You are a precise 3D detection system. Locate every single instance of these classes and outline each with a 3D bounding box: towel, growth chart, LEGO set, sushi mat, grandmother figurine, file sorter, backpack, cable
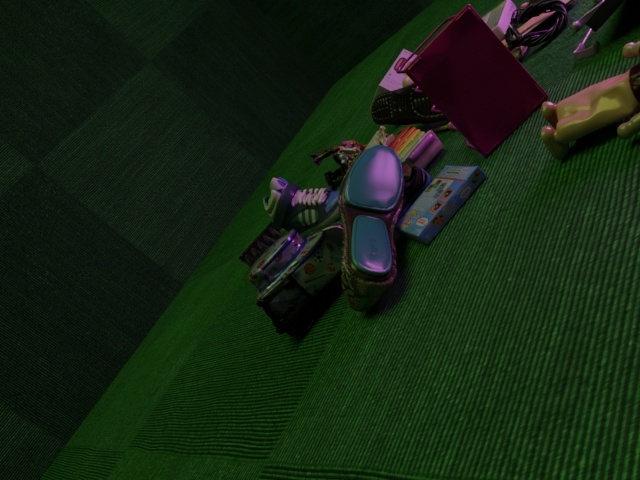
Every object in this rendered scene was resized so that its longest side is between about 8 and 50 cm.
[{"bbox_3d":[0.575,-0.559,1.732,0.110,0.027,0.148,-26,23,50],"label":"towel"},{"bbox_3d":[0.160,-0.256,1.818,0.172,0.021,0.237,-51,20,31],"label":"growth chart"},{"bbox_3d":[0.172,-0.321,1.971,0.287,0.107,0.132,-13,52,34],"label":"LEGO set"},{"bbox_3d":[0.611,-0.632,1.755,0.316,0.019,0.151,-36,15,17],"label":"sushi mat"},{"bbox_3d":[0.558,-0.267,1.010,0.342,0.104,0.208,-21,58,51],"label":"grandmother figurine"},{"bbox_3d":[0.359,-0.387,1.432,0.202,0.290,0.182,-45,14,8],"label":"file sorter"},{"bbox_3d":[-0.061,0.085,1.576,0.263,0.213,0.276,-36,14,0],"label":"backpack"},{"bbox_3d":[0.609,-0.614,1.646,0.184,0.047,0.151,22,77,48],"label":"cable"}]

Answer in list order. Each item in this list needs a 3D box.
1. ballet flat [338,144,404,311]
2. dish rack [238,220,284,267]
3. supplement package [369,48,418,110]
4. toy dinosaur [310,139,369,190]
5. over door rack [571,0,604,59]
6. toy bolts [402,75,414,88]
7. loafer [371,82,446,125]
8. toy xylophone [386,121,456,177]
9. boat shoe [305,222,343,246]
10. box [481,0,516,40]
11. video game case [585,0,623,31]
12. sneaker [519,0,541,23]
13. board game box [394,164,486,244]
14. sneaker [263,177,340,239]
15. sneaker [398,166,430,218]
[{"bbox_3d":[0.110,-0.030,1.422,0.182,0.164,0.483,107,174,-46],"label":"ballet flat"},{"bbox_3d":[-0.216,0.039,2.273,0.208,0.074,0.271,-49,17,-1],"label":"dish rack"},{"bbox_3d":[0.308,-0.583,2.195,0.244,0.139,0.134,-59,-5,-32],"label":"supplement package"},{"bbox_3d":[0.098,-0.313,2.246,0.218,0.164,0.322,-30,1,8],"label":"toy dinosaur"},{"bbox_3d":[0.599,-0.613,1.424,0.108,0.239,0.324,-23,28,50],"label":"over door rack"},{"bbox_3d":[0.388,-0.542,1.931,0.228,0.158,0.218,-37,20,32],"label":"toy bolts"},{"bbox_3d":[0.328,-0.436,1.844,0.366,0.130,0.134,9,99,49],"label":"loafer"},{"bbox_3d":[0.276,-0.283,1.758,0.236,0.081,0.322,-51,17,-12],"label":"toy xylophone"},{"bbox_3d":[0.000,0.000,1.804,0.227,0.081,0.069,-37,23,40],"label":"boat shoe"},{"bbox_3d":[0.551,-0.717,2.114,0.322,0.058,0.232,-31,23,47],"label":"box"},{"bbox_3d":[0.720,-0.616,1.262,0.248,0.035,0.275,-45,-7,-32],"label":"video game case"},{"bbox_3d":[0.671,-0.724,1.831,0.158,0.061,0.065,-115,44,-87],"label":"sneaker"},{"bbox_3d":[0.279,-0.090,1.386,0.211,0.039,0.160,-48,16,-3],"label":"board game box"},{"bbox_3d":[-0.065,-0.144,2.022,0.322,0.236,0.130,-32,23,44],"label":"sneaker"},{"bbox_3d":[0.211,-0.121,1.556,0.188,0.078,0.067,-49,17,3],"label":"sneaker"}]
